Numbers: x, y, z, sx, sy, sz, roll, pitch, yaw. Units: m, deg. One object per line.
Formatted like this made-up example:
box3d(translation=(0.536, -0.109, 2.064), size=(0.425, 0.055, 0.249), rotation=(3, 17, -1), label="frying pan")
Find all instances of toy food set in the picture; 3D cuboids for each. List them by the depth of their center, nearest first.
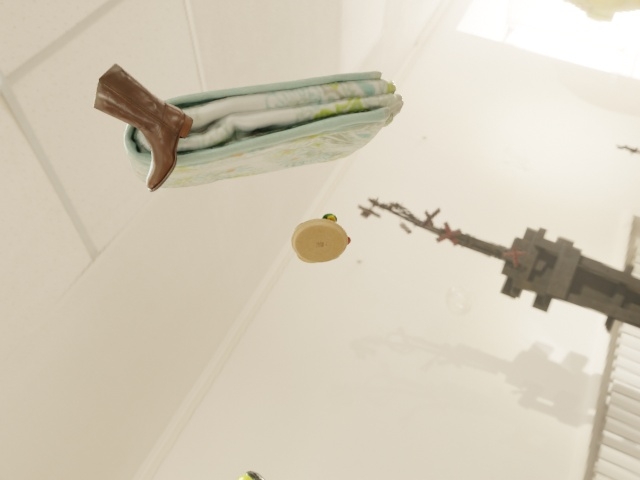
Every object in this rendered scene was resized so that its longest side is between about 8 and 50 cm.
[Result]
box3d(translation=(0.000, 0.000, 0.803), size=(0.020, 0.083, 0.083), rotation=(-91, -16, -50), label="toy food set")

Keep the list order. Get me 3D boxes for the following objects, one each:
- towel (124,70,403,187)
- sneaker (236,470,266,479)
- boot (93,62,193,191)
box3d(translation=(-0.098, -0.152, 0.868), size=(0.320, 0.374, 0.090), rotation=(167, 92, -75), label="towel")
box3d(translation=(-0.094, 0.318, 0.517), size=(0.081, 0.094, 0.208), rotation=(1, 78, 59), label="sneaker")
box3d(translation=(-0.208, -0.124, 0.628), size=(0.114, 0.037, 0.106), rotation=(32, -111, -41), label="boot")
